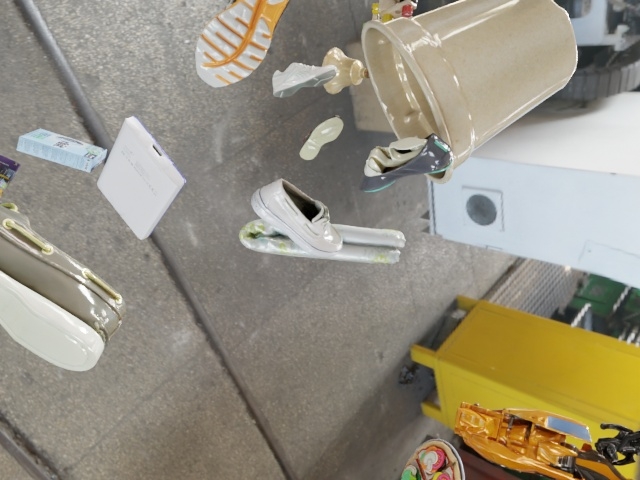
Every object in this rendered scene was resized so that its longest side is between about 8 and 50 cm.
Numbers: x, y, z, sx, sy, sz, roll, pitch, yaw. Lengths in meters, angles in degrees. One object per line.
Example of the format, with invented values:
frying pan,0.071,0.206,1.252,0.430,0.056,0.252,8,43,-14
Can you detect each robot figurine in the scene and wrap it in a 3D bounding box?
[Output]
robot figurine,0.280,0.291,0.595,0.085,0.291,0.211,42,62,-56

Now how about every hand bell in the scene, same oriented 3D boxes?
hand bell,0.136,-0.453,1.489,0.126,0.242,0.126,-30,127,-49

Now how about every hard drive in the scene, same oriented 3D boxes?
hard drive,-0.487,-0.155,1.464,0.210,0.318,0.040,52,48,0

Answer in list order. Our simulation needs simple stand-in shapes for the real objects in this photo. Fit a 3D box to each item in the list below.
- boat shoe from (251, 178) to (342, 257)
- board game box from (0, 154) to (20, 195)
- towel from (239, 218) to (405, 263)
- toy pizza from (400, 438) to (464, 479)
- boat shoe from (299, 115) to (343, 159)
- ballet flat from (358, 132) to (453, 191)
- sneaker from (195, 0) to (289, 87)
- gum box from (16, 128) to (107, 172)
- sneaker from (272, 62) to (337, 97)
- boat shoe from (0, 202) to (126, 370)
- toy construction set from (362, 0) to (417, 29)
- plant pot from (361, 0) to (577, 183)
boat shoe,-0.020,-0.035,0.981,0.226,0.076,0.083,27,42,-44
board game box,-0.877,-0.182,1.386,0.170,0.141,0.048,26,123,-24
towel,0.000,0.000,1.346,0.320,0.374,0.090,138,-43,-86
toy pizza,0.231,0.530,1.182,0.032,0.201,0.201,27,80,-22
boat shoe,0.001,-0.227,1.174,0.049,0.133,0.042,29,46,-22
ballet flat,0.126,-0.135,0.919,0.074,0.203,0.074,8,78,-40
sneaker,-0.093,-0.301,0.740,0.084,0.083,0.215,35,108,-19
gum box,-0.694,-0.246,1.481,0.184,0.157,0.041,18,105,-13
sneaker,-0.038,-0.366,1.203,0.053,0.152,0.061,23,56,-73
boat shoe,-0.347,0.016,0.585,0.305,0.109,0.091,44,38,-18
toy construction set,0.243,-0.796,1.856,0.257,0.237,0.309,-26,122,-58
plant pot,0.289,-0.325,1.041,0.305,0.334,0.334,-28,128,0
